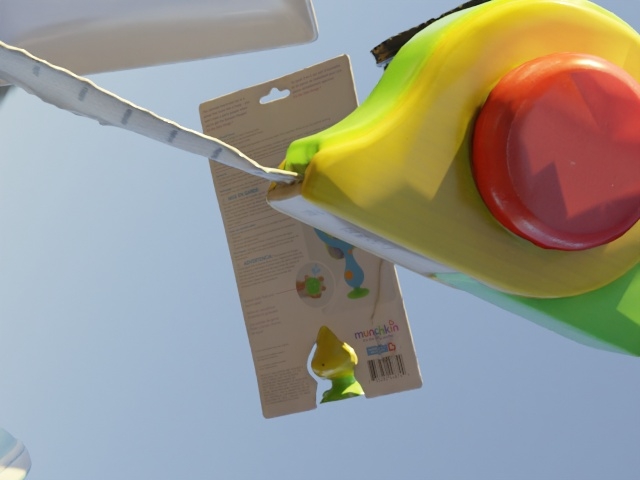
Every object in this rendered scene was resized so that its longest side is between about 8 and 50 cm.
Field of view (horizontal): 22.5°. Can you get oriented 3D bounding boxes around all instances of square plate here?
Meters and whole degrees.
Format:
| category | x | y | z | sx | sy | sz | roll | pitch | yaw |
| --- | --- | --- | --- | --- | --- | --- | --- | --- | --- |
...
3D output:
| category | x | y | z | sx | sy | sz | roll | pitch | yaw |
| --- | --- | --- | --- | --- | --- | --- | --- | --- | --- |
| square plate | -0.194 | -0.278 | 1.448 | 0.347 | 0.344 | 0.049 | 75 | 9 | -57 |

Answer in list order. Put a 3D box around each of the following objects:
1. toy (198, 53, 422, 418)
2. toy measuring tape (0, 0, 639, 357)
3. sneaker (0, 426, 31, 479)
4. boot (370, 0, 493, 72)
| category | x | y | z | sx | sy | sz | roll | pitch | yaw |
| --- | --- | --- | --- | --- | --- | --- | --- | --- | --- |
| toy | 0.000 | 0.000 | 1.162 | 0.137 | 0.056 | 0.237 | -15 | -98 | 32 |
| toy measuring tape | 0.020 | -0.059 | 0.581 | 0.121 | 0.330 | 0.121 | -59 | -164 | 28 |
| sneaker | -0.378 | 0.160 | 1.385 | 0.127 | 0.208 | 0.319 | -25 | 180 | 20 |
| boot | 0.148 | -0.112 | 1.475 | 0.094 | 0.207 | 0.246 | -25 | -174 | -20 |
